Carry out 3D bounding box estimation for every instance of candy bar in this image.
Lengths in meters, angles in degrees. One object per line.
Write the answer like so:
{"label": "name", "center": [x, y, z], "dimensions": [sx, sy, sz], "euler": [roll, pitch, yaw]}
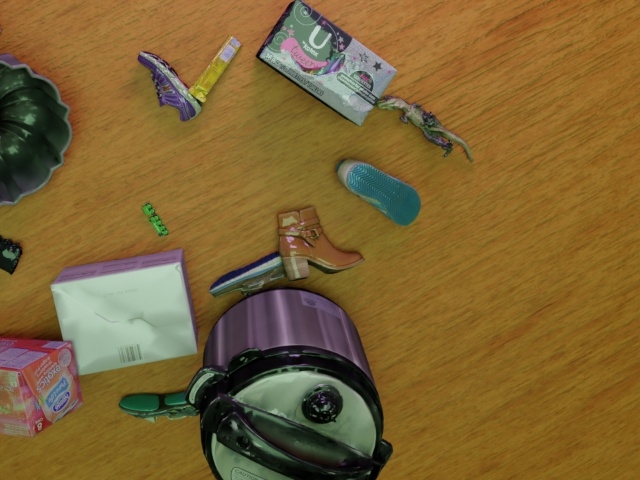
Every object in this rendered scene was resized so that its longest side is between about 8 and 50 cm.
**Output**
{"label": "candy bar", "center": [-0.214, -0.358, 1.583], "dimensions": [0.040, 0.018, 0.162], "euler": [36, 74, -18]}

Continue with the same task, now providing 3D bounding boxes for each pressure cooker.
{"label": "pressure cooker", "center": [-0.067, 0.328, 1.554], "dimensions": [0.369, 0.420, 0.376], "euler": [-14, 114, -2]}

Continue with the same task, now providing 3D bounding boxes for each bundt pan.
{"label": "bundt pan", "center": [-0.655, -0.219, 1.461], "dimensions": [0.330, 0.124, 0.331], "euler": [-25, 139, -24]}

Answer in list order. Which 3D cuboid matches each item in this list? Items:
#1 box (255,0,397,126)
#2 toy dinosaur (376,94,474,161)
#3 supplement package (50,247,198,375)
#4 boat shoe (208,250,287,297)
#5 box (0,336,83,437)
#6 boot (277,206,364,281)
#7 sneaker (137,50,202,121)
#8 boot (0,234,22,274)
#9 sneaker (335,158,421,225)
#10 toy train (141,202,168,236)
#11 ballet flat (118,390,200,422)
{"label": "box", "center": [0.010, -0.364, 1.566], "dimensions": [0.247, 0.163, 0.142], "euler": [32, 97, -14]}
{"label": "toy dinosaur", "center": [0.243, -0.239, 1.652], "dimensions": [0.268, 0.118, 0.064], "euler": [32, 106, -13]}
{"label": "supplement package", "center": [-0.405, 0.148, 1.624], "dimensions": [0.261, 0.145, 0.204], "euler": [-10, 103, -6]}
{"label": "boat shoe", "center": [-0.154, 0.091, 1.691], "dimensions": [0.183, 0.066, 0.066], "euler": [-24, 106, -3]}
{"label": "box", "center": [-0.651, 0.288, 1.547], "dimensions": [0.299, 0.154, 0.142], "euler": [0, 104, 24]}
{"label": "boot", "center": [0.000, 0.000, 1.696], "dimensions": [0.197, 0.073, 0.153], "euler": [-8, 83, -28]}
{"label": "sneaker", "center": [-0.319, -0.316, 1.579], "dimensions": [0.071, 0.068, 0.170], "euler": [-39, 106, 7]}
{"label": "boot", "center": [-0.691, 0.044, 1.612], "dimensions": [0.099, 0.045, 0.121], "euler": [24, 97, -16]}
{"label": "sneaker", "center": [0.131, -0.112, 1.684], "dimensions": [0.228, 0.092, 0.087], "euler": [33, 94, -33]}
{"label": "toy train", "center": [-0.357, -0.043, 1.657], "dimensions": [0.023, 0.017, 0.083], "euler": [-28, 105, 8]}
{"label": "ballet flat", "center": [-0.357, 0.381, 1.728], "dimensions": [0.188, 0.070, 0.070], "euler": [-3, 103, -5]}
